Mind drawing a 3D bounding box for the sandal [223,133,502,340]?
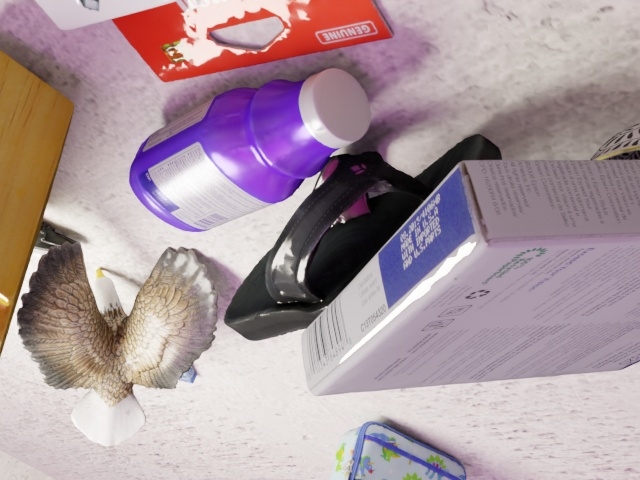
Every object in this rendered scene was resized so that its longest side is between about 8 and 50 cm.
[{"bbox_3d":[-0.002,0.002,0.905,0.107,0.167,0.446,39,146,-15],"label":"sandal"}]

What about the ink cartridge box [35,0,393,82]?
[{"bbox_3d":[-0.114,-0.214,0.741,0.275,0.060,0.239,-3,140,36],"label":"ink cartridge box"}]

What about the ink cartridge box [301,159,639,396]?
[{"bbox_3d":[0.187,0.038,0.720,0.330,0.071,0.324,-2,156,-22],"label":"ink cartridge box"}]

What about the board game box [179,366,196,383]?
[{"bbox_3d":[-0.260,0.200,1.517,0.090,0.020,0.090,11,146,19],"label":"board game box"}]

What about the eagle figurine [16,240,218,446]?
[{"bbox_3d":[-0.283,0.128,1.263,0.225,0.226,0.298,43,154,4],"label":"eagle figurine"}]

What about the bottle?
[{"bbox_3d":[-0.071,-0.087,0.877,0.118,0.092,0.283,38,146,-26],"label":"bottle"}]

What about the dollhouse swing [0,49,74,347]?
[{"bbox_3d":[-0.459,-0.041,0.989,0.305,0.315,0.347,18,151,-17],"label":"dollhouse swing"}]

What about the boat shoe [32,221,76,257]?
[{"bbox_3d":[-0.396,-0.008,1.255,0.142,0.049,0.040,14,110,5],"label":"boat shoe"}]

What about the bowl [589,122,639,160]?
[{"bbox_3d":[0.285,-0.046,0.726,0.170,0.080,0.170,16,149,10],"label":"bowl"}]

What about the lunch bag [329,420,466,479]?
[{"bbox_3d":[0.121,0.390,1.424,0.219,0.176,0.090,31,143,-18],"label":"lunch bag"}]
